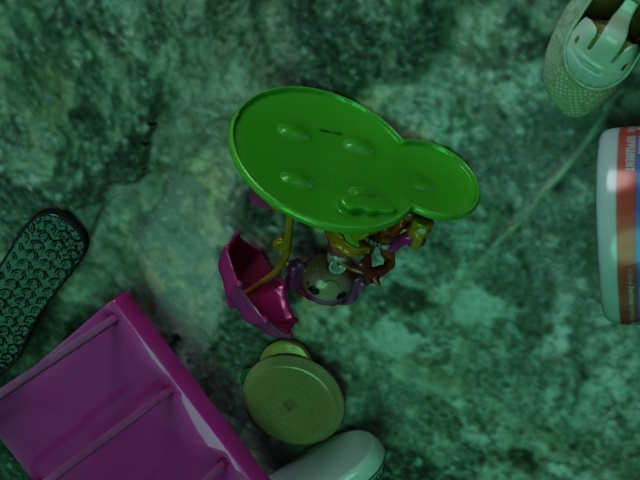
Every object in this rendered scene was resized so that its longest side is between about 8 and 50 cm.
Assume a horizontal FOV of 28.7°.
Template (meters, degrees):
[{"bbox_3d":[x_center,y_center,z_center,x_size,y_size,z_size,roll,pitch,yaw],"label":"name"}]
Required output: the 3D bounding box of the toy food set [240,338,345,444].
[{"bbox_3d":[-0.022,0.120,0.955,0.083,0.020,0.082,37,120,-5],"label":"toy food set"}]

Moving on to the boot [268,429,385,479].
[{"bbox_3d":[-0.001,0.217,0.978,0.190,0.069,0.086,-33,108,36],"label":"boot"}]

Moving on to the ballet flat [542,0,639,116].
[{"bbox_3d":[0.181,-0.141,0.751,0.057,0.052,0.168,27,120,1],"label":"ballet flat"}]

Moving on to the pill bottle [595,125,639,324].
[{"bbox_3d":[0.280,-0.012,0.747,0.221,0.124,0.124,-2,115,15],"label":"pill bottle"}]

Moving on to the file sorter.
[{"bbox_3d":[-0.162,0.233,0.913,0.202,0.182,0.291,-37,90,37],"label":"file sorter"}]

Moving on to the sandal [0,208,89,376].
[{"bbox_3d":[-0.241,0.046,0.975,0.067,0.040,0.179,40,105,-12],"label":"sandal"}]

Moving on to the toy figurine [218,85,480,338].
[{"bbox_3d":[0.000,0.000,0.858,0.173,0.130,0.159,10,135,-16],"label":"toy figurine"}]
